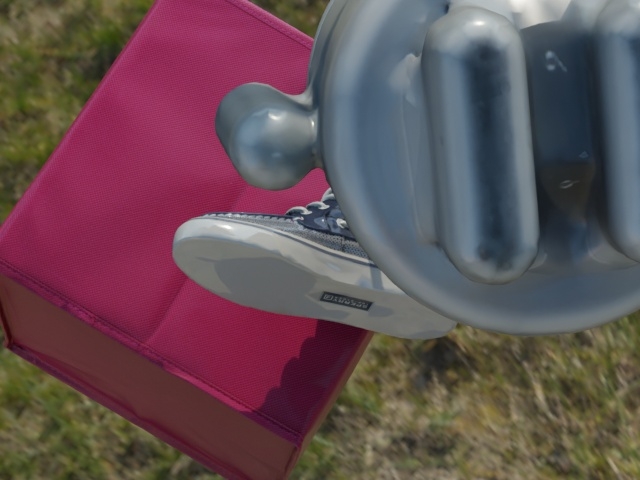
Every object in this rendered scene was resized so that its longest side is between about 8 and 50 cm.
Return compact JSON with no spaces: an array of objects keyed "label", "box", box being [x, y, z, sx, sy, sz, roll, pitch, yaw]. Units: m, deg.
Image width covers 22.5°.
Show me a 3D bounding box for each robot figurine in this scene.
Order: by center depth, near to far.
[{"label":"robot figurine","box":[0.094,-0.070,0.825,0.300,0.353,0.200,-3,100,-2]}]

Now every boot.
[{"label":"boot","box":[0.000,0.000,1.022,0.069,0.190,0.086,129,152,-50]}]

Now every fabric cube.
[{"label":"fabric cube","box":[-0.071,0.006,1.195,0.259,0.254,0.258,31,72,3]}]
